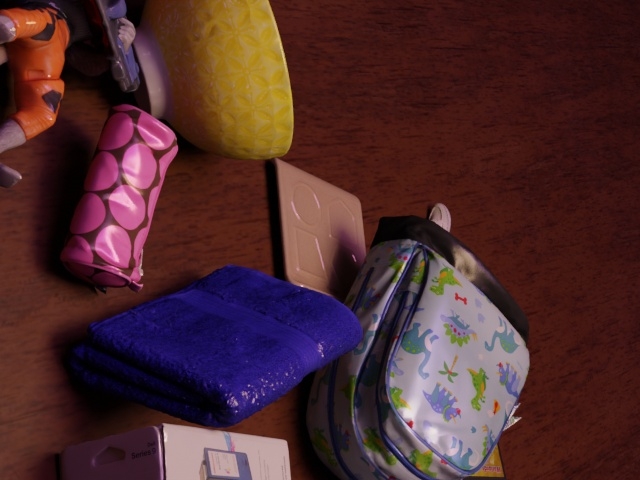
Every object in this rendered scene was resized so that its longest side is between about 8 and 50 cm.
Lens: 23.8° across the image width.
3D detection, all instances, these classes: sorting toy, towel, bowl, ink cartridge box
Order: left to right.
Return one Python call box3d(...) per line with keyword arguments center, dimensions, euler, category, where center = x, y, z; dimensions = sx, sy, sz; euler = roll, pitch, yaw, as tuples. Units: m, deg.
box3d(center=(-0.155, 0.263, 1.643), dimensions=(0.212, 0.154, 0.093), euler=(20, 58, -50), category="ink cartridge box")
box3d(center=(-0.157, -0.224, 1.891), dimensions=(0.156, 0.289, 0.289), euler=(-16, 84, -14), category="bowl")
box3d(center=(-0.113, 0.109, 1.740), dimensions=(0.308, 0.228, 0.076), euler=(-29, 128, -58), category="towel")
box3d(center=(0.000, 0.000, 2.139), dimensions=(0.193, 0.038, 0.208), euler=(23, 49, -48), category="sorting toy")

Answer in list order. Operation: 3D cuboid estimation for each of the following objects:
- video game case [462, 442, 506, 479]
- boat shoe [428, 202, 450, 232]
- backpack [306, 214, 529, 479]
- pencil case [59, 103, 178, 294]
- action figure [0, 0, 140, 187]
box3d(center=(0.173, 0.240, 2.250), dimensions=(0.275, 0.035, 0.248), euler=(13, 61, -53), category="video game case")
box3d(center=(0.183, -0.018, 2.415), dimensions=(0.035, 0.035, 0.100), euler=(35, 52, -45), category="boat shoe")
box3d(center=(0.130, 0.183, 2.029), dimensions=(0.290, 0.273, 0.355), euler=(48, 67, -24), category="backpack")
box3d(center=(-0.225, -0.048, 1.738), dimensions=(0.098, 0.095, 0.209), euler=(17, 72, -8), category="pencil case")
box3d(center=(-0.327, -0.274, 1.690), dimensions=(0.330, 0.179, 0.341), euler=(-72, 157, -52), category="action figure")
